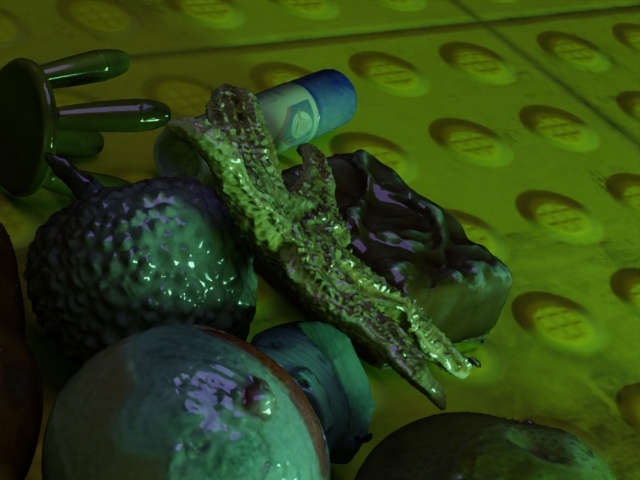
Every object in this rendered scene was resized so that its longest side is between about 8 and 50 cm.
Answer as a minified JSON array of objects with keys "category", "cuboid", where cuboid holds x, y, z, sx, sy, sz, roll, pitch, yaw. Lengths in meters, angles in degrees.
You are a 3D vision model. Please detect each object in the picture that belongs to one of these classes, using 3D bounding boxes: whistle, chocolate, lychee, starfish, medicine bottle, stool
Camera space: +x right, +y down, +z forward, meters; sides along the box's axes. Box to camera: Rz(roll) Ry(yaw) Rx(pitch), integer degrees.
[{"category":"whistle","cuboid":[-0.046,0.119,1.174,0.189,0.189,0.348,31,28,19]},{"category":"chocolate","cuboid":[0.040,0.005,1.481,0.148,0.093,0.214,-12,43,-43]},{"category":"lychee","cuboid":[-0.129,0.018,1.292,0.165,0.165,0.197,-25,90,-49]},{"category":"starfish","cuboid":[-0.003,0.003,1.290,0.302,0.060,0.299,51,10,12]},{"category":"medicine bottle","cuboid":[-0.054,-0.101,1.626,0.059,0.059,0.231,34,35,23]},{"category":"stool","cuboid":[-0.199,-0.091,1.483,0.110,0.134,0.135,0,81,-36]}]

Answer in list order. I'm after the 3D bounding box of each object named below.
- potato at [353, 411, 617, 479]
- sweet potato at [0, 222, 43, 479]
[{"category":"potato","cuboid":[0.093,0.201,1.146,0.174,0.159,0.251,1,31,29]},{"category":"sweet potato","cuboid":[-0.234,0.095,1.171,0.112,0.112,0.359,8,24,-18]}]
